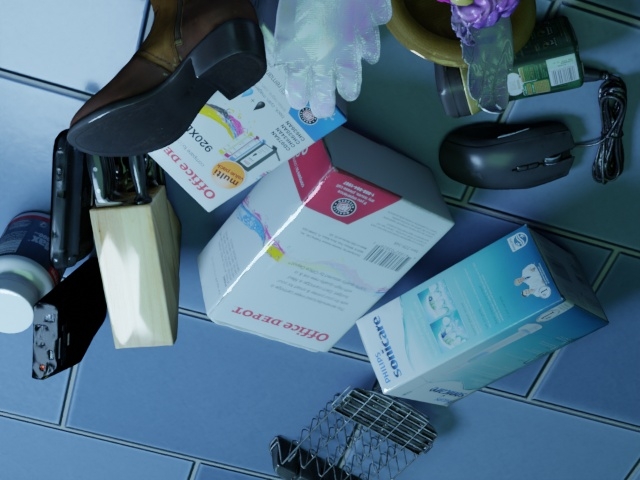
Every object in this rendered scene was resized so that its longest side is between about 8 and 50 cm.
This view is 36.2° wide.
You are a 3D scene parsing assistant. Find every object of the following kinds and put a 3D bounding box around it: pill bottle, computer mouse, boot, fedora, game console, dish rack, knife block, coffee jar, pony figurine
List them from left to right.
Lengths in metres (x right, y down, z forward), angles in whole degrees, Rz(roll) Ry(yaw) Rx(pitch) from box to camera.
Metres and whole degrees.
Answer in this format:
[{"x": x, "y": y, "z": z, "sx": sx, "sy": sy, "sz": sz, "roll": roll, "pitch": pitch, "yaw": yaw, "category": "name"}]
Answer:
[{"x": -0.436, "y": 0.049, "z": 1.437, "sx": 0.108, "sy": 0.180, "sz": 0.108, "roll": 1, "pitch": 125, "yaw": 2, "category": "pill bottle"}, {"x": -0.354, "y": 0.012, "z": 1.414, "sx": 0.044, "sy": 0.213, "sz": 0.361, "roll": 9, "pitch": 106, "yaw": 5, "category": "game console"}, {"x": -0.265, "y": -0.015, "z": 1.356, "sx": 0.088, "sy": 0.275, "sz": 0.242, "roll": -4, "pitch": 154, "yaw": 6, "category": "knife block"}, {"x": -0.199, "y": -0.258, "z": 1.156, "sx": 0.264, "sy": 0.280, "sz": 0.096, "roll": -31, "pitch": 145, "yaw": 23, "category": "boot"}, {"x": 0.060, "y": 0.352, "z": 1.693, "sx": 0.208, "sy": 0.074, "sz": 0.271, "roll": 30, "pitch": 119, "yaw": -18, "category": "dish rack"}, {"x": 0.121, "y": -0.312, "z": 1.014, "sx": 0.303, "sy": 0.363, "sz": 0.351, "roll": -3, "pitch": 91, "yaw": -25, "category": "pony figurine"}, {"x": 0.167, "y": -0.282, "z": 1.218, "sx": 0.194, "sy": 0.194, "sz": 0.079, "roll": 5, "pitch": 161, "yaw": -1, "category": "fedora"}, {"x": 0.240, "y": -0.222, "z": 1.266, "sx": 0.184, "sy": 0.096, "sz": 0.079, "roll": -13, "pitch": 134, "yaw": 12, "category": "coffee jar"}, {"x": 0.297, "y": -0.145, "z": 1.339, "sx": 0.262, "sy": 0.060, "sz": 0.184, "roll": 0, "pitch": 126, "yaw": 2, "category": "computer mouse"}]

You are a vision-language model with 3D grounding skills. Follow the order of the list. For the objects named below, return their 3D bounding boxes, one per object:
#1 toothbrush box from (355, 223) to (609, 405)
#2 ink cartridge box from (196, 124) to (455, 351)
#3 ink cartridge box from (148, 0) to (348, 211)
[{"x": 0.238, "y": 0.121, "z": 1.432, "sx": 0.295, "sy": 0.126, "sz": 0.216, "roll": -33, "pitch": 152, "yaw": 23, "category": "toothbrush box"}, {"x": 0.000, "y": 0.000, "z": 1.382, "sx": 0.226, "sy": 0.131, "sz": 0.306, "roll": 22, "pitch": 126, "yaw": -34, "category": "ink cartridge box"}, {"x": -0.106, "y": -0.189, "z": 1.262, "sx": 0.233, "sy": 0.168, "sz": 0.171, "roll": -32, "pitch": 119, "yaw": 22, "category": "ink cartridge box"}]
